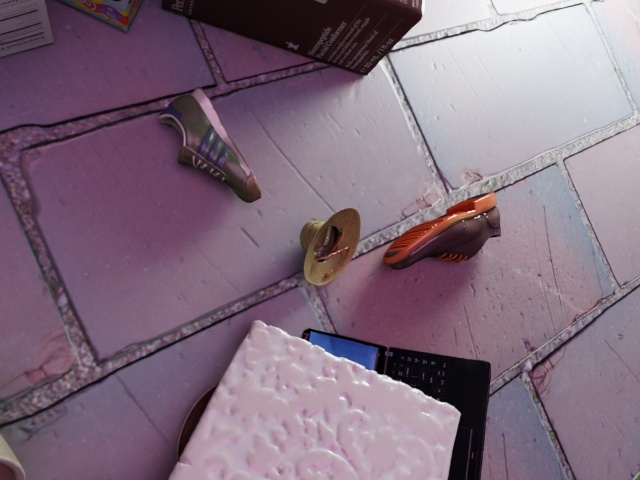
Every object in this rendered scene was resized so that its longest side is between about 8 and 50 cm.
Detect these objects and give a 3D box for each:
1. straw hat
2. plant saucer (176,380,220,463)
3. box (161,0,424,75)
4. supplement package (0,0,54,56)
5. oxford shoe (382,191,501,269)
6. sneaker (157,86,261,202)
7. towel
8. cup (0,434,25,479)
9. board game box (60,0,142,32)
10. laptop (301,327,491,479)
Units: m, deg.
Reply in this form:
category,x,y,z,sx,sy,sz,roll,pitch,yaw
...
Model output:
category,x,y,z,sx,sy,sz,roll,pitch,yaw
straw hat,0.000,0.000,0.760,0.061,0.144,0.144,32,62,31
plant saucer,-0.100,0.288,0.670,0.198,0.036,0.199,5,73,-16
box,-0.041,-0.417,0.760,0.381,0.191,0.143,12,75,-20
supplement package,-0.457,-0.348,0.528,0.198,0.262,0.199,-30,92,-25
oxford shoe,0.230,0.002,0.847,0.271,0.097,0.098,-25,96,-25
sneaker,-0.172,-0.129,0.722,0.086,0.064,0.192,-30,92,-18
towel,-0.009,0.301,0.609,0.331,0.053,0.317,24,58,2
cup,-0.480,0.197,0.412,0.331,0.331,0.237,-30,64,-25
board game box,-0.287,-0.430,0.610,0.142,0.275,0.144,22,72,-18
laptop,0.095,0.270,0.710,0.136,0.264,0.234,33,64,-54
